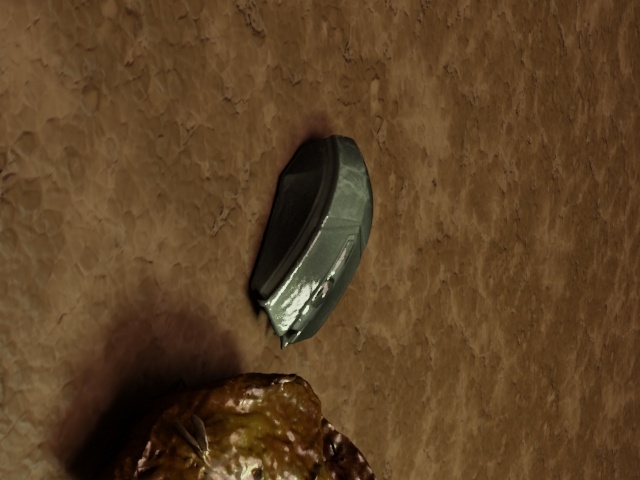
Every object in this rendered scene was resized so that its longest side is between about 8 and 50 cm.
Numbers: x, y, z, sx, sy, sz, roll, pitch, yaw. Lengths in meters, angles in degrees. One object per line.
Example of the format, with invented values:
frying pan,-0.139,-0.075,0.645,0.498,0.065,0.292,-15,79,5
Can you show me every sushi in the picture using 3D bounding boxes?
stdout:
sushi,-0.077,0.207,1.076,0.296,0.167,0.179,14,65,-69

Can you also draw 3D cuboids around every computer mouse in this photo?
computer mouse,0.003,0.001,1.231,0.126,0.071,0.231,42,63,-56
